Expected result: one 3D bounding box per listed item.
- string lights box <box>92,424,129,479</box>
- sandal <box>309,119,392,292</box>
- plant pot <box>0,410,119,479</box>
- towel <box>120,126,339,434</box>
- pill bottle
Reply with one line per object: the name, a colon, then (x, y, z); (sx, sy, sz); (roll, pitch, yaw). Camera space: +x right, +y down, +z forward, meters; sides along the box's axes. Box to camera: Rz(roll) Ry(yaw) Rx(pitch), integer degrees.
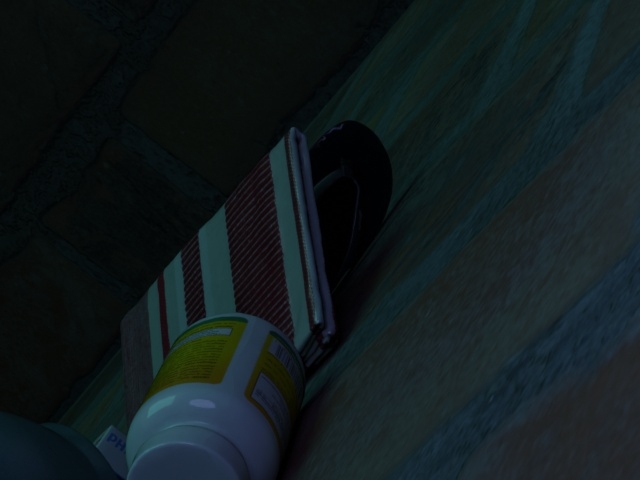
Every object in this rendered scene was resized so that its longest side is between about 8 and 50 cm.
string lights box: (-0.281, 0.334, 1.933); (0.259, 0.077, 0.133); (-56, 6, -31)
sandal: (0.001, 0.001, 1.734); (0.254, 0.097, 0.054); (-65, 9, -15)
plant pot: (-0.298, 0.276, 1.652); (0.196, 0.293, 0.293); (-19, -21, -47)
towel: (-0.090, 0.080, 1.676); (0.329, 0.037, 0.237); (-46, 40, 38)
pill bottle: (-0.082, 0.145, 1.380); (0.117, 0.117, 0.208); (-50, 7, 21)
